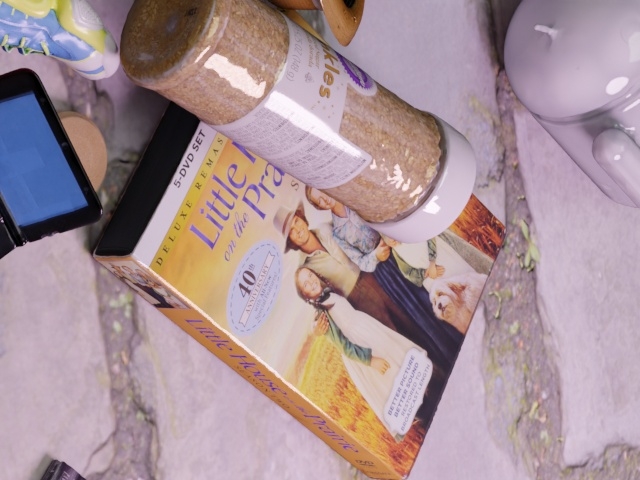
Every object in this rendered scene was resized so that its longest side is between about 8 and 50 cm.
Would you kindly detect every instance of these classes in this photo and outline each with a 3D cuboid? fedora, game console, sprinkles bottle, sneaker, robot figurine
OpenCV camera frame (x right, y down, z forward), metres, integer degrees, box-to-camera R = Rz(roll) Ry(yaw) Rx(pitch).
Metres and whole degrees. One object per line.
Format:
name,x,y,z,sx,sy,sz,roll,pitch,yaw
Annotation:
fedora,-0.016,-0.259,1.528,0.194,0.079,0.194,-5,90,-76
game console,-0.266,-0.047,1.414,0.124,0.085,0.144,-41,117,-37
sprinkles bottle,-0.012,-0.115,1.553,0.355,0.121,0.121,30,70,-41
sneaker,-0.270,-0.186,1.428,0.126,0.091,0.240,-47,130,-6
robot figurine,0.334,-0.172,1.929,0.353,0.200,0.300,43,34,-36

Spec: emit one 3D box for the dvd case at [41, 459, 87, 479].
dvd case,-0.196,0.318,1.532,0.221,0.018,0.164,47,58,-34

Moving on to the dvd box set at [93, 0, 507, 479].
dvd box set,0.000,0.000,1.695,0.420,0.062,0.307,43,61,-36

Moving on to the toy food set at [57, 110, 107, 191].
toy food set,-0.216,-0.069,1.509,0.082,0.020,0.083,45,60,-36
